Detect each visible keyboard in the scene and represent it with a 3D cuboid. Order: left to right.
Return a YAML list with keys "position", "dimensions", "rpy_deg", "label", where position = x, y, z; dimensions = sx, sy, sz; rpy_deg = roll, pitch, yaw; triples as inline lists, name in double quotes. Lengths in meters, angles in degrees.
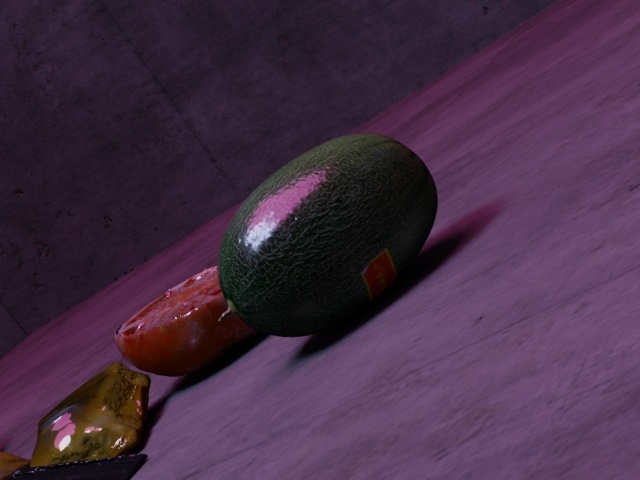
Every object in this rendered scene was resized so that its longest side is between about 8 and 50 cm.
- position: [-0.288, 0.270, 1.633]
  dimensions: [0.198, 0.010, 0.064]
  rpy_deg: [-11, 22, 30]
  label: "keyboard"

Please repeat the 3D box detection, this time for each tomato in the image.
- position: [-0.149, 0.106, 1.882]
  dimensions: [0.236, 0.095, 0.237]
  rpy_deg: [-27, 9, 5]
  label: "tomato"

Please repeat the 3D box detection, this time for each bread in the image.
- position: [-0.289, 0.233, 1.782]
  dimensions: [0.160, 0.088, 0.233]
  rpy_deg: [-30, 11, 6]
  label: "bread"

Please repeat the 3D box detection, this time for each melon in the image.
- position: [0.000, 0.000, 1.574]
  dimensions: [0.287, 0.182, 0.182]
  rpy_deg: [-36, 7, -11]
  label: "melon"

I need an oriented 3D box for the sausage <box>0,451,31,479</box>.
- position: [-0.536, 0.379, 1.887]
  dimensions: [0.354, 0.116, 0.134]
  rpy_deg: [-36, -20, -30]
  label: "sausage"
